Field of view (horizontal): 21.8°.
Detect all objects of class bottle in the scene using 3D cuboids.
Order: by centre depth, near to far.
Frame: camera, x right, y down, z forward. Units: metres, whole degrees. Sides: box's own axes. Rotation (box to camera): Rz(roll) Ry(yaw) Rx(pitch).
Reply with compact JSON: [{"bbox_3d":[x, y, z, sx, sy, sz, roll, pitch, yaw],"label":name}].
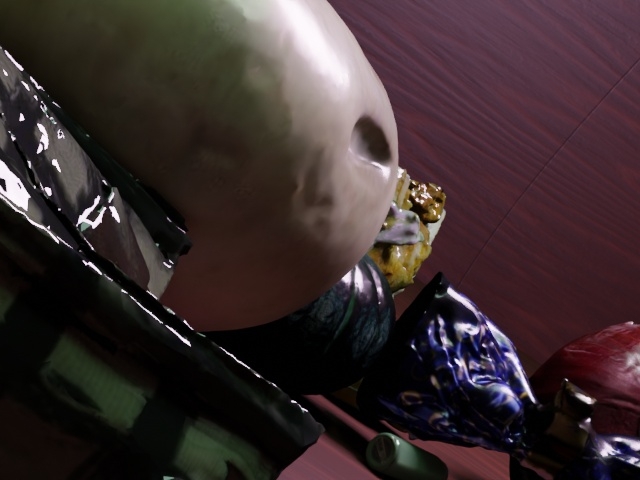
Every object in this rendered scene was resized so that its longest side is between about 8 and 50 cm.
[{"bbox_3d":[0.068,0.171,1.279,0.030,0.030,0.083,39,5,39],"label":"bottle"}]

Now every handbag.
[{"bbox_3d":[-0.179,-0.017,0.686,0.327,0.162,0.325,42,5,-23],"label":"handbag"}]

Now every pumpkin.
[{"bbox_3d":[-0.031,0.034,1.304,0.202,0.140,0.202,32,3,-2],"label":"pumpkin"}]

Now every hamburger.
[{"bbox_3d":[0.000,0.000,1.726,0.288,0.192,0.167,1,-31,49],"label":"hamburger"}]

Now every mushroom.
[{"bbox_3d":[-0.122,-0.114,0.996,0.325,0.353,0.353,4,25,-43],"label":"mushroom"}]

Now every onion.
[{"bbox_3d":[0.294,0.209,1.463,0.221,0.281,0.281,-26,48,-33],"label":"onion"}]

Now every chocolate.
[{"bbox_3d":[0.195,0.161,1.291,0.343,0.126,0.148,32,-31,6],"label":"chocolate"}]

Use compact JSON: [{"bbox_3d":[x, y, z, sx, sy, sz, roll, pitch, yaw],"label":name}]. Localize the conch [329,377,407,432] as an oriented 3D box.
[{"bbox_3d":[0.048,0.116,1.450,0.200,0.079,0.095,18,20,-6],"label":"conch"}]
